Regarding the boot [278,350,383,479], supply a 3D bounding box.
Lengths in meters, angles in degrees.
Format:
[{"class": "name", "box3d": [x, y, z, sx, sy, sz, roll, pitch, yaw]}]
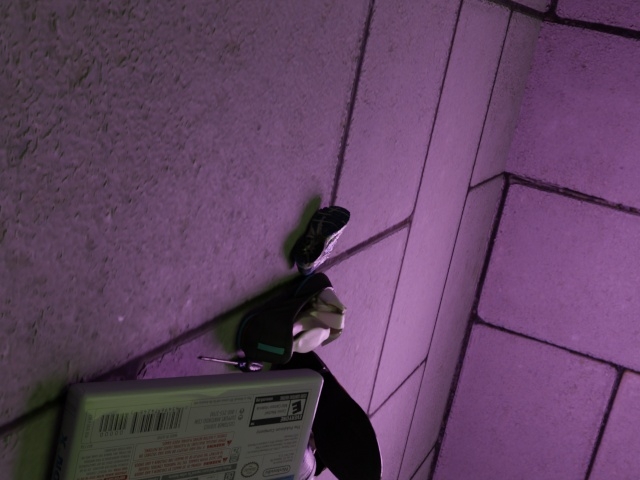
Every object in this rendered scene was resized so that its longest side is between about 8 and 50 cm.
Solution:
[{"class": "boot", "box3d": [0.037, 0.314, 1.393, 0.096, 0.264, 0.280, -40, 153, -5]}]

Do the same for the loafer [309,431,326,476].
[{"class": "loafer", "box3d": [-0.020, 0.390, 1.491, 0.094, 0.087, 0.251, -70, 159, -8]}]

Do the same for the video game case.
[{"class": "video game case", "box3d": [-0.157, 0.296, 0.958, 0.329, 0.036, 0.299, 4, 103, -43]}]

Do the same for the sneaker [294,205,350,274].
[{"class": "sneaker", "box3d": [0.000, 0.000, 1.307, 0.135, 0.052, 0.058, -50, 160, -32]}]

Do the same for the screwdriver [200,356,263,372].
[{"class": "screwdriver", "box3d": [-0.125, 0.171, 1.158, 0.025, 0.024, 0.170, -47, 156, 12]}]

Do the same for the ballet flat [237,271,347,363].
[{"class": "ballet flat", "box3d": [-0.021, 0.125, 1.269, 0.280, 0.096, 0.095, -32, 134, -61]}]

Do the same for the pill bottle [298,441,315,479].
[{"class": "pill bottle", "box3d": [-0.060, 0.335, 1.305, 0.094, 0.094, 0.169, -56, 145, -38]}]
